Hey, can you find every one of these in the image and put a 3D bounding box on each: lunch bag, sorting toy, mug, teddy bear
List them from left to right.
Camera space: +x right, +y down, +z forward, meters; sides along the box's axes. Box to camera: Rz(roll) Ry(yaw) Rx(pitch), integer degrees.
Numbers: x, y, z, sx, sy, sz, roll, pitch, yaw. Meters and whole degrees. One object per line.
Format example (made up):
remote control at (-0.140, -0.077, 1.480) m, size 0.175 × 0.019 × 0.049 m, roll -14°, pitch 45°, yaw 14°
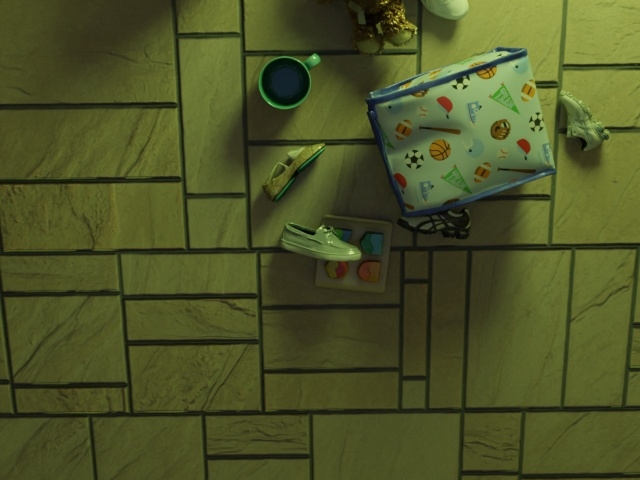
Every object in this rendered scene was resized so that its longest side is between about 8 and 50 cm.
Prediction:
mug at (-0.075, -0.398, 1.894) m, size 0.157 × 0.097 × 0.130 m, roll -4°, pitch 104°, yaw 0°
sorting toy at (0.089, 0.040, 2.035) m, size 0.193 × 0.038 × 0.208 m, roll 6°, pitch 104°, yaw -2°
teddy bear at (0.110, -0.607, 1.818) m, size 0.245 × 0.113 × 0.338 m, roll -25°, pitch 110°, yaw 45°
lunch bag at (0.331, -0.265, 1.861) m, size 0.385 × 0.239 × 0.328 m, roll -21°, pitch 105°, yaw -2°

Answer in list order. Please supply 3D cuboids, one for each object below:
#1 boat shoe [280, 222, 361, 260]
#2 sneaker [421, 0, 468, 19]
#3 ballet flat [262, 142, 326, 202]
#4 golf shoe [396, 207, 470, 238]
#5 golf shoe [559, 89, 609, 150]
boat shoe at (0.000, 0.000, 1.976) m, size 0.227 × 0.079 × 0.081 m, roll 12°, pitch 106°, yaw 20°
sneaker at (0.269, -0.622, 1.829) m, size 0.232 × 0.115 × 0.090 m, roll 40°, pitch 101°, yaw -9°
ballet flat at (-0.076, -0.191, 1.964) m, size 0.067 × 0.073 × 0.206 m, roll 44°, pitch 97°, yaw 4°
golf shoe at (0.301, -0.058, 2.000) m, size 0.198 × 0.077 × 0.094 m, roll 7°, pitch 93°, yaw -9°
golf shoe at (0.658, -0.304, 1.938) m, size 0.086 × 0.069 × 0.176 m, roll -41°, pitch 100°, yaw 15°
